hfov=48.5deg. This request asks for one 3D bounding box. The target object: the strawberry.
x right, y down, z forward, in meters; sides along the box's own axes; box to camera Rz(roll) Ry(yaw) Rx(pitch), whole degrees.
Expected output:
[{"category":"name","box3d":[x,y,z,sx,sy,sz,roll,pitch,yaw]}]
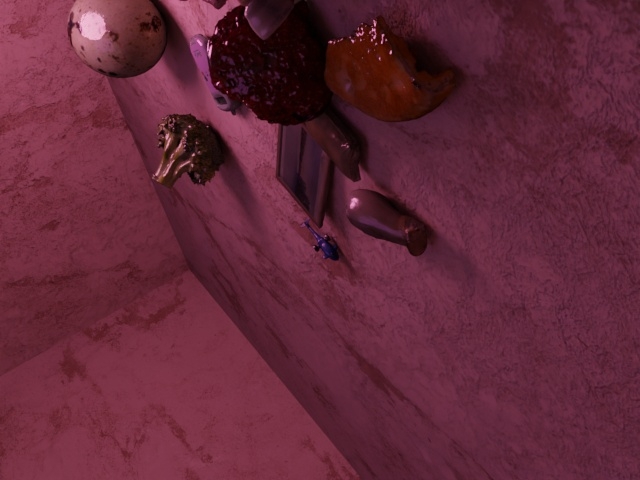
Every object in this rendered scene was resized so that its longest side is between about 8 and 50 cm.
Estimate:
[{"category":"strawberry","box3d":[-0.110,-0.350,1.428,0.274,0.220,0.274,51,157,32]}]

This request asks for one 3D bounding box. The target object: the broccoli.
[{"category":"broccoli","box3d":[-0.442,-0.297,2.401,0.288,0.235,0.260,-169,85,-77]}]

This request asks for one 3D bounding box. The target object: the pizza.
[{"category":"pizza","box3d":[0.102,-0.284,1.200,0.182,0.074,0.365,64,162,-19]}]

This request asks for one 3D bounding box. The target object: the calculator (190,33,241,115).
[{"category":"calculator","box3d":[-0.296,-0.468,2.016,0.141,0.045,0.246,20,138,63]}]

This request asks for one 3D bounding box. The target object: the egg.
[{"category":"egg","box3d":[-0.632,-0.655,2.234,0.379,0.287,0.288,26,144,36]}]

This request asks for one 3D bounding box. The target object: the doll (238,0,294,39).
[{"category":"doll","box3d":[-0.144,-0.509,1.065,0.161,0.348,0.423,43,157,61]}]

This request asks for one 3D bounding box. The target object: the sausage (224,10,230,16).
[{"category":"sausage","box3d":[-0.192,-0.500,1.722,0.132,0.024,0.024,57,162,12]}]

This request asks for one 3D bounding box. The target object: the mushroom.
[{"category":"mushroom","box3d":[0.136,-0.044,1.476,0.225,0.093,0.116,19,152,50]}]

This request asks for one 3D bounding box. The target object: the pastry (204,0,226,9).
[{"category":"pastry","box3d":[-0.226,-0.606,1.525,0.103,0.112,0.265,46,172,4]}]

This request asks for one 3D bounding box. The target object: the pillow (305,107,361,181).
[{"category":"pillow","box3d":[0.024,-0.225,1.529,0.208,0.053,0.119,54,158,29]}]

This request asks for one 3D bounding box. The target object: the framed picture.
[{"category":"framed picture","box3d":[-0.045,-0.189,1.780,0.213,0.016,0.289,51,154,26]}]

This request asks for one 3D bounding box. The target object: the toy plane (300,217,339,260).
[{"category":"toy plane","box3d":[0.000,0.000,1.961,0.167,0.054,0.062,49,-175,29]}]

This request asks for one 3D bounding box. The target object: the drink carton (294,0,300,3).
[{"category":"drink carton","box3d":[-0.094,-0.499,1.296,0.142,0.146,0.144,36,152,34]}]
